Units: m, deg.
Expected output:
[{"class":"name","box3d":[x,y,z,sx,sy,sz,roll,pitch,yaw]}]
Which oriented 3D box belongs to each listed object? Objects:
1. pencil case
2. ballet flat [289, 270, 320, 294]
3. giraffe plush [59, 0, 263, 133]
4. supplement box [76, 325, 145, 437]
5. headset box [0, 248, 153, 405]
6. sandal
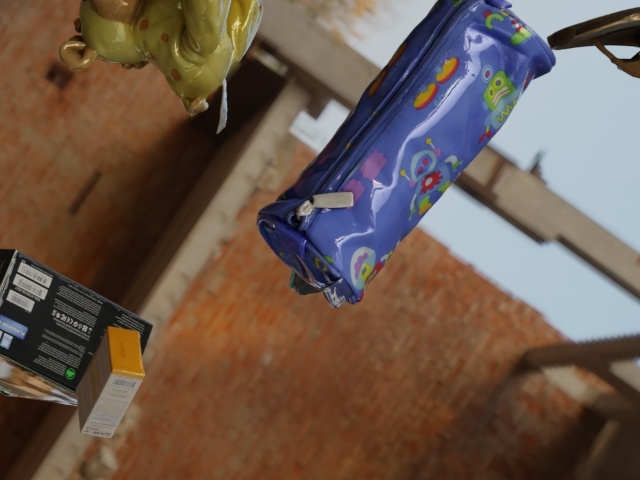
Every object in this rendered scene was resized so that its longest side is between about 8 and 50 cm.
[{"class":"pencil case","box3d":[0.071,-0.086,1.277,0.306,0.119,0.133,-50,157,-7]},{"class":"ballet flat","box3d":[0.000,0.000,1.748,0.203,0.074,0.074,93,22,-56]},{"class":"giraffe plush","box3d":[-0.164,-0.227,1.490,0.181,0.170,0.210,-47,151,-68]},{"class":"supplement box","box3d":[-0.212,0.143,1.490,0.098,0.036,0.062,-59,-149,35]},{"class":"headset box","box3d":[-0.413,0.114,1.955,0.283,0.246,0.131,2,-114,44]},{"class":"sandal","box3d":[0.313,-0.176,1.362,0.090,0.219,0.060,-18,-107,62]}]
